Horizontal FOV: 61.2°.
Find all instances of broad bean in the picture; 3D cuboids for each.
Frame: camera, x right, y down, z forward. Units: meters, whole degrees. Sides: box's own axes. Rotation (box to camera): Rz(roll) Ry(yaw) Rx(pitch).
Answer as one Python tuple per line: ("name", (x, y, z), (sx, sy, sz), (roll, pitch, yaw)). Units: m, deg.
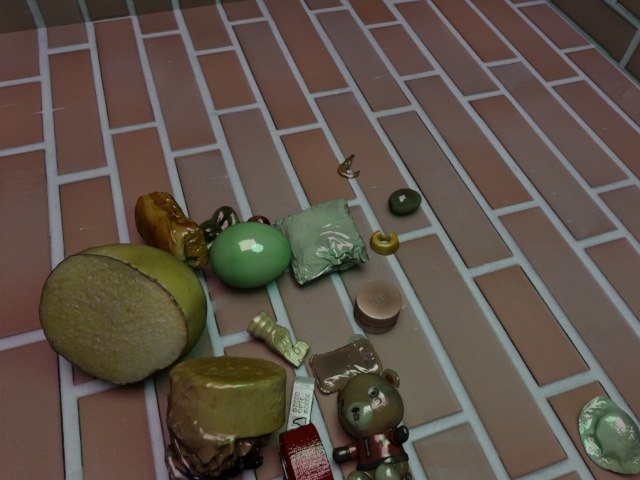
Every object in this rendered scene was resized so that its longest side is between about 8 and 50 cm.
("broad bean", (-0.373, -0.028, 1.943), (0.153, 0.072, 0.206), (31, 70, 23))

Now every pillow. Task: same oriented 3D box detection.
("pillow", (0.080, 0.382, 1.664), (0.211, 0.034, 0.135), (-16, 50, -12))
("pillow", (0.000, 0.000, 1.893), (0.284, 0.138, 0.309), (-17, 53, -4))

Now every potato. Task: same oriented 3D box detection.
("potato", (-0.547, 0.191, 1.621), (0.443, 0.385, 0.319), (22, 19, 5))

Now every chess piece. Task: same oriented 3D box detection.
("chess piece", (-0.127, 0.311, 1.691), (0.200, 0.090, 0.090), (36, 59, 10))

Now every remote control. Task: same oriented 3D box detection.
("remote control", (-0.054, 0.480, 1.588), (0.065, 0.029, 0.166), (7, 57, 1))

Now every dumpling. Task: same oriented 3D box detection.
("dumpling", (0.829, 0.548, 1.533), (0.153, 0.108, 0.219), (-12, 52, -12))

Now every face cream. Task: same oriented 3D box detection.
("face cream", (0.184, 0.215, 1.754), (0.149, 0.104, 0.149), (1, 52, -2))

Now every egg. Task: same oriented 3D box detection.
("egg", (-0.230, 0.047, 1.789), (0.270, 0.220, 0.220), (-10, 54, -12))

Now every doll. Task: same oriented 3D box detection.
("doll", (0.153, 0.524, 1.477), (0.174, 0.235, 0.329), (21, 49, -43))

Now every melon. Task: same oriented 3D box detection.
("melon", (0.319, -0.148, 2.042), (0.131, 0.098, 0.098), (-9, 54, -14))

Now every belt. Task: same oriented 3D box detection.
("belt", (-0.045, 0.596, 1.439), (0.124, 0.128, 0.200), (-14, 56, -14))

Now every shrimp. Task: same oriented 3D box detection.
("shrimp", (0.124, -0.302, 2.195), (0.091, 0.025, 0.127), (22, 59, 13))

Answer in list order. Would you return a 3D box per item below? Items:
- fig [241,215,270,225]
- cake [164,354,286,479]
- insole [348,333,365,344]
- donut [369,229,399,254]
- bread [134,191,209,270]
("fig", (-0.239, -0.058, 1.965), (0.089, 0.088, 0.125), (-34, 41, -25))
("cake", (-0.252, 0.492, 1.446), (0.333, 0.332, 0.320), (5, 90, 1))
("insole", (0.119, 0.393, 1.679), (0.080, 0.003, 0.231), (3, 53, 0))
("donut", (0.232, 0.004, 1.958), (0.108, 0.043, 0.097), (3, 52, 5))
("bread", (-0.511, -0.030, 1.819), (0.149, 0.195, 0.344), (-25, 41, -25))
